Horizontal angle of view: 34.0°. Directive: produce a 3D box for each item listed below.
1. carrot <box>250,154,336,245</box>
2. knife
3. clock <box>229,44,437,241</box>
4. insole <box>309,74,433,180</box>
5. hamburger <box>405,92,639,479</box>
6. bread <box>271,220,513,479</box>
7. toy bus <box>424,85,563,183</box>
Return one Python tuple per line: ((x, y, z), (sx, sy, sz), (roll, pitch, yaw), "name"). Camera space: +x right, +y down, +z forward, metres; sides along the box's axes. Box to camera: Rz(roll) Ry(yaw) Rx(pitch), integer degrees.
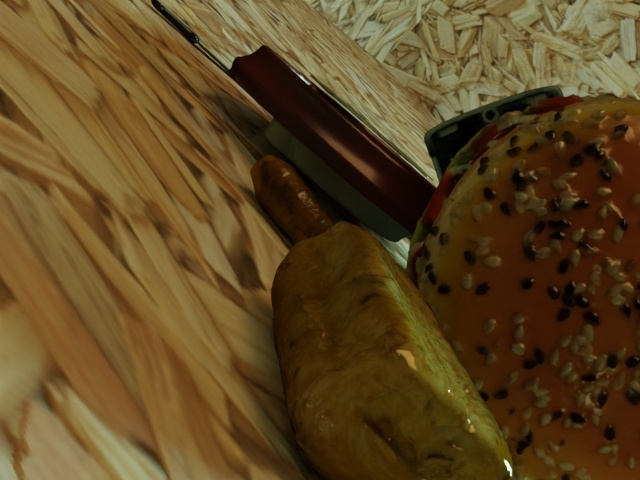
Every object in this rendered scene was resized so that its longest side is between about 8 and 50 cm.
((0.000, 0.000, 0.817), (0.171, 0.042, 0.042), (51, 14, 24), "carrot")
((-0.129, -0.218, 1.207), (0.170, 0.010, 0.023), (41, 12, -19), "knife")
((0.031, -0.075, 1.064), (0.318, 0.080, 0.318), (39, 8, -7), "clock")
((0.055, -0.127, 1.164), (0.188, 0.004, 0.064), (42, 9, 15), "insole")
((0.197, 0.044, 0.741), (0.300, 0.300, 0.176), (44, -1, 1), "hamburger")
((0.030, 0.068, 0.573), (0.114, 0.083, 0.211), (45, 11, -18), "bread")
((0.201, 0.012, 0.926), (0.165, 0.133, 0.271), (-11, 83, -71), "toy bus")
